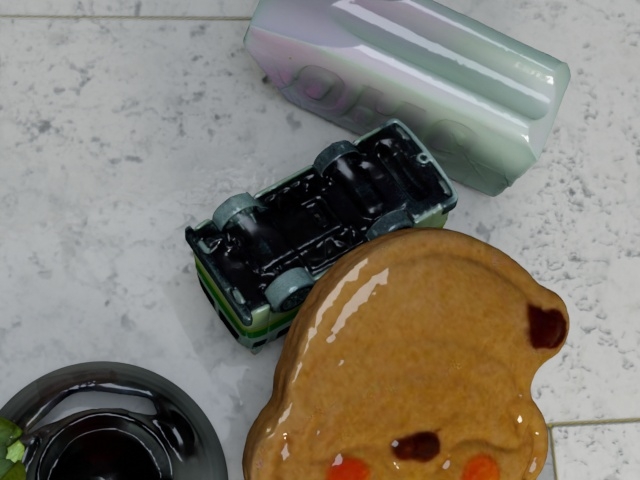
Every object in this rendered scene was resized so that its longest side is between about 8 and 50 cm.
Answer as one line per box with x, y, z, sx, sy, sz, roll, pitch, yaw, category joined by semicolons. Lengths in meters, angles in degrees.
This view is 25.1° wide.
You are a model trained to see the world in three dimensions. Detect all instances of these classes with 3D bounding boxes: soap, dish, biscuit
0.087;-0.189;1.614;0.347;0.208;0.115;25;72;-5;soap
-0.221;0.248;1.477;0.273;0.134;0.273;3;74;-12;dish
0.088;0.211;1.503;0.350;0.078;0.455;6;96;-22;biscuit

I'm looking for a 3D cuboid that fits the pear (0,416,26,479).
-0.348;0.314;1.338;0.159;0.292;0.292;-2;76;-11;pear

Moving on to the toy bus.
0.000;0.000;1.571;0.276;0.164;0.133;-28;68;-18;toy bus
